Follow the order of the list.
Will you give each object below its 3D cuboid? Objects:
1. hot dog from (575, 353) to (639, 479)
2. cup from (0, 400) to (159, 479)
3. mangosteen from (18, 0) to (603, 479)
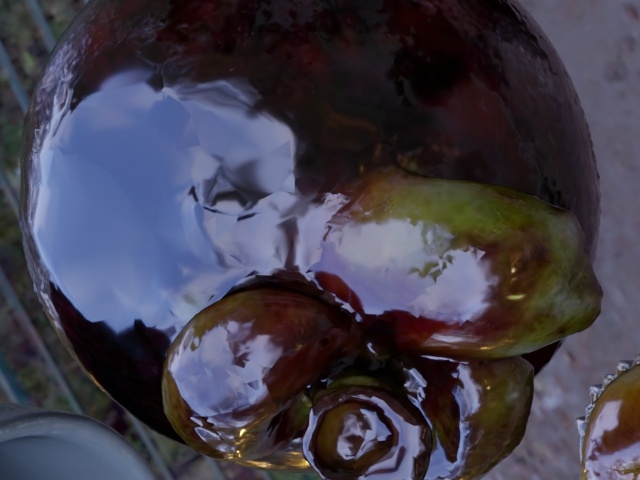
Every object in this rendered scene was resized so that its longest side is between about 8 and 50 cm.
[{"bbox_3d":[0.177,0.161,0.679,0.131,0.069,0.252,6,115,30],"label":"hot dog"},{"bbox_3d":[-0.204,0.191,0.674,0.234,0.186,0.258,1,92,36],"label":"cup"},{"bbox_3d":[0.000,0.000,0.587,0.265,0.228,0.228,-107,4,-52],"label":"mangosteen"}]
